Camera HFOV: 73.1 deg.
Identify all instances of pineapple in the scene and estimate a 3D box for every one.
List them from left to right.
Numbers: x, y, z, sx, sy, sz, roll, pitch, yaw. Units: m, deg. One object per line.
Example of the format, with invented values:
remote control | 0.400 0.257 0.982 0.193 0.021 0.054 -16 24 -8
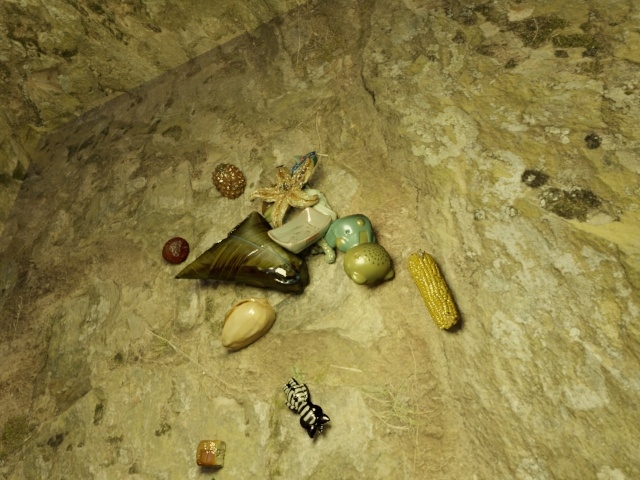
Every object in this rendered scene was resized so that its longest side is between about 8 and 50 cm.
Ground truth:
pineapple | -0.440 -0.294 2.057 0.166 0.193 0.166 -10 56 15

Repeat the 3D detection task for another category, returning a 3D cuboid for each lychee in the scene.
lychee | -0.668 0.048 1.991 0.129 0.123 0.123 -24 51 -5

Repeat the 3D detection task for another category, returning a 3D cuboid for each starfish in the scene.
starfish | -0.147 -0.208 1.798 0.312 0.113 0.303 -24 59 10

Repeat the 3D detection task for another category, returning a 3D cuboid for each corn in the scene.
corn | 0.372 0.158 1.417 0.106 0.106 0.293 -26 53 9

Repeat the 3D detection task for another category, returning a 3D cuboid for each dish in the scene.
dish | -0.068 -0.029 1.602 0.212 0.077 0.151 -34 39 -28

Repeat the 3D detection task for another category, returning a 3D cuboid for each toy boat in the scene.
toy boat | -0.088 -0.360 1.991 0.110 0.091 0.175 38 75 22

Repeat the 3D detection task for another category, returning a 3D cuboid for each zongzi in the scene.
zongzi | -0.300 0.128 1.663 0.432 0.208 0.403 -34 50 -19

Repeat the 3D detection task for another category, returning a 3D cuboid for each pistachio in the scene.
pistachio | -0.280 0.309 1.621 0.229 0.157 0.157 -42 50 3

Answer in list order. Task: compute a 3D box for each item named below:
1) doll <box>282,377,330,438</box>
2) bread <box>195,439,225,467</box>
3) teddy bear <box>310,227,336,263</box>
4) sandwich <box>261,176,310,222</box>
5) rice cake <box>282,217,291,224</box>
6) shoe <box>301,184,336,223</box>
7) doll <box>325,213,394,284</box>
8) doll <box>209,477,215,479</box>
doll | -0.051 0.537 1.398 0.091 0.067 0.219 -46 45 -3
bread | -0.361 0.706 1.432 0.070 0.076 0.083 -15 53 21
teddy bear | -0.002 -0.008 1.704 0.213 0.111 0.133 33 74 37
sandwich | -0.172 -0.199 1.926 0.258 0.094 0.096 -41 55 -6
rice cake | -0.123 -0.034 1.777 0.085 0.040 0.226 -46 28 -6
shoe | -0.012 -0.164 1.824 0.265 0.095 0.110 28 74 39
doll | 0.146 0.038 1.554 0.177 0.161 0.260 -5 58 -31
doll | -0.330 0.811 1.371 0.113 0.076 0.078 29 100 8
